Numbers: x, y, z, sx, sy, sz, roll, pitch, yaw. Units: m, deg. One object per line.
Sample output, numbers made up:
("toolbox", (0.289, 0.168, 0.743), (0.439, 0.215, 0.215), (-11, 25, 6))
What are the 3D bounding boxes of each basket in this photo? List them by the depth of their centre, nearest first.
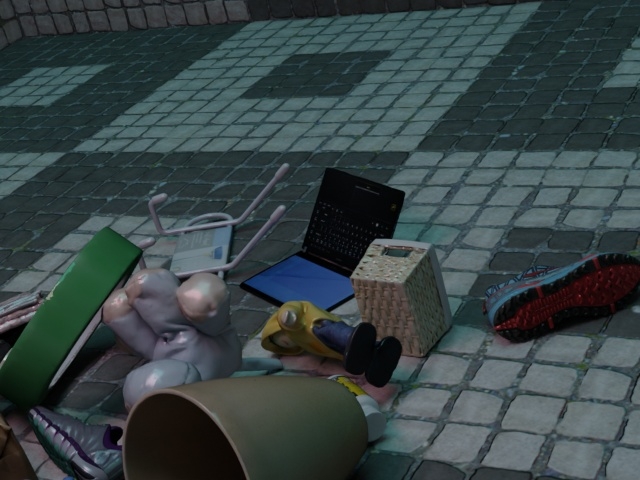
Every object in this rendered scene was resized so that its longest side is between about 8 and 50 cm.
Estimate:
("basket", (0.129, 0.094, 1.826), (0.113, 0.167, 0.103), (4, 38, 33))

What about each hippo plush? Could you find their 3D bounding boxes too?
("hippo plush", (-0.232, 0.208, 1.737), (0.234, 0.294, 0.236), (-3, 51, 20))

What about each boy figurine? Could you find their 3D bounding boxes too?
("boy figurine", (-0.006, 0.150, 1.800), (0.285, 0.177, 0.092), (9, 71, 52))

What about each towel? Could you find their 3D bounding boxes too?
("towel", (-0.650, 0.171, 2.040), (0.332, 0.053, 0.317), (-24, 4, -19))

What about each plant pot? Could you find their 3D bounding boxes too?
("plant pot", (-0.074, 0.280, 1.503), (0.256, 0.256, 0.274), (12, 19, 41))

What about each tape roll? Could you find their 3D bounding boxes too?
("tape roll", (-0.410, 0.129, 1.875), (0.077, 0.321, 0.321), (33, 33, -4))

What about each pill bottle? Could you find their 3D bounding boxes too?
("pill bottle", (0.047, 0.246, 1.670), (0.065, 0.065, 0.116), (-24, 28, -21))

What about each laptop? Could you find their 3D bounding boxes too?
("laptop", (0.000, 0.000, 2.096), (0.136, 0.264, 0.234), (13, 6, -41))

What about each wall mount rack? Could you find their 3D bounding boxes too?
("wall mount rack", (-0.199, -0.028, 2.256), (0.304, 0.130, 0.350), (-11, 27, 6))

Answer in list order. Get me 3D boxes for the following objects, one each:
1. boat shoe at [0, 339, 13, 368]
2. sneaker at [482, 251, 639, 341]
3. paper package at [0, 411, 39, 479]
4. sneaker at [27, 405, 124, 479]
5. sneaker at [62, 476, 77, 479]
("boat shoe", (-0.589, 0.255, 1.861), (0.233, 0.079, 0.084), (-56, 7, -15))
("sneaker", (0.380, 0.065, 1.828), (0.262, 0.104, 0.125), (-16, 24, -6))
("paper package", (-0.583, 0.338, 1.612), (0.309, 0.168, 0.325), (-27, 22, -20))
("sneaker", (-0.356, 0.304, 1.734), (0.098, 0.083, 0.223), (-32, 42, -27))
("sneaker", (-0.357, 0.404, 1.570), (0.078, 0.067, 0.188), (-34, 28, 6))
